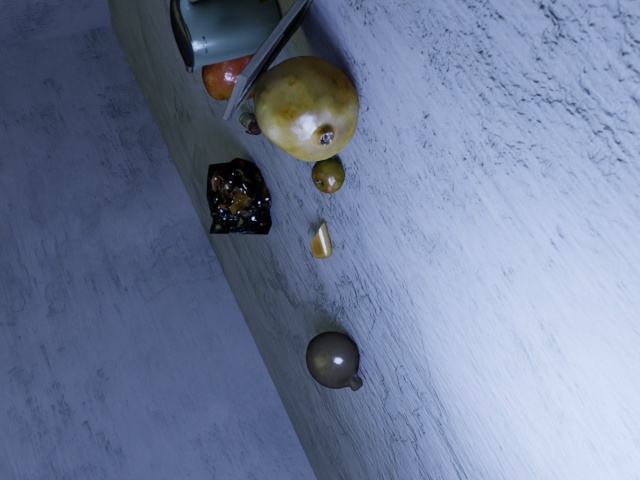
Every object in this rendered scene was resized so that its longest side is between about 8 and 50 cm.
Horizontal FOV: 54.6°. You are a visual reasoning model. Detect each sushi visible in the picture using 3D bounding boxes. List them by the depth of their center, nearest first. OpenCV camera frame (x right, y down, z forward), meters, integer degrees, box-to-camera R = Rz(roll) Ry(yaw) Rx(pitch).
[{"bbox_3d":[-0.279,-0.163,2.172,0.212,0.215,0.227,121,146,-60],"label":"sushi"}]

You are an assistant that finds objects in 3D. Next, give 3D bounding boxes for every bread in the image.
[{"bbox_3d":[-0.001,-0.001,1.777,0.062,0.049,0.103,-4,107,34],"label":"bread"}]

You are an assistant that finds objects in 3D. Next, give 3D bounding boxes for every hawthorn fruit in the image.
[{"bbox_3d":[-0.263,-0.496,1.810,0.189,0.189,0.189,52,154,39],"label":"hawthorn fruit"}]

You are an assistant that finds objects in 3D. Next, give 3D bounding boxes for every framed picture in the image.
[{"bbox_3d":[-0.101,-0.412,1.326,0.024,0.315,0.232,34,161,-8],"label":"framed picture"}]

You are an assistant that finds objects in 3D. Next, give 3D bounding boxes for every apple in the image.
[{"bbox_3d":[0.020,-0.160,1.536,0.089,0.074,0.090,51,154,37],"label":"apple"}]

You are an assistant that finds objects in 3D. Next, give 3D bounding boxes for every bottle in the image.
[{"bbox_3d":[-0.224,-0.375,2.002,0.101,0.047,0.063,49,161,40],"label":"bottle"}]

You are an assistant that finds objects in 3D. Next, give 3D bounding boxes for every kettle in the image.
[{"bbox_3d":[-0.248,-0.565,1.564,0.240,0.255,0.165,85,158,-43],"label":"kettle"}]

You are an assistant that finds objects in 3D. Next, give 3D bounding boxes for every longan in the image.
[{"bbox_3d":[0.048,0.367,1.864,0.204,0.159,0.185,46,153,12],"label":"longan"}]

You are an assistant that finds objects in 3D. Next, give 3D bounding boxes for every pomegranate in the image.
[{"bbox_3d":[-0.027,-0.287,1.340,0.233,0.233,0.233,52,154,39],"label":"pomegranate"}]

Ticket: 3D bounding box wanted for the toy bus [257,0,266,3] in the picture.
[{"bbox_3d":[-0.083,-0.608,1.289,0.301,0.139,0.113,175,76,-78],"label":"toy bus"}]
